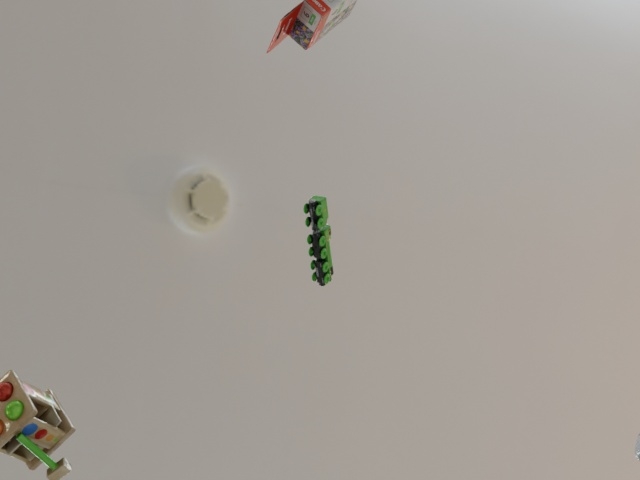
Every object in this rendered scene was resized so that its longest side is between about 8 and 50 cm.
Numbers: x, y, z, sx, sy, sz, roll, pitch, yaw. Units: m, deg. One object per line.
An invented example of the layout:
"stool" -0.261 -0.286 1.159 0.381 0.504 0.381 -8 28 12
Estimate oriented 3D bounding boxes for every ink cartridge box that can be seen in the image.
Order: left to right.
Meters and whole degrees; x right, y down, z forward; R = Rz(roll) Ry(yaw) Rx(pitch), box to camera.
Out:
"ink cartridge box" -0.004 -0.235 1.134 0.029 0.063 0.115 42 -121 5

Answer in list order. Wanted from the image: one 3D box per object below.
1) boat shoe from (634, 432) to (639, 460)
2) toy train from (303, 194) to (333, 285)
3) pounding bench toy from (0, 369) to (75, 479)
"boat shoe" 0.388 0.174 1.100 0.083 0.226 0.076 21 -115 -9
"toy train" 0.000 0.000 0.915 0.024 0.017 0.083 -47 -42 -49
"pounding bench toy" -0.246 0.160 0.902 0.052 0.083 0.065 -43 -36 0
